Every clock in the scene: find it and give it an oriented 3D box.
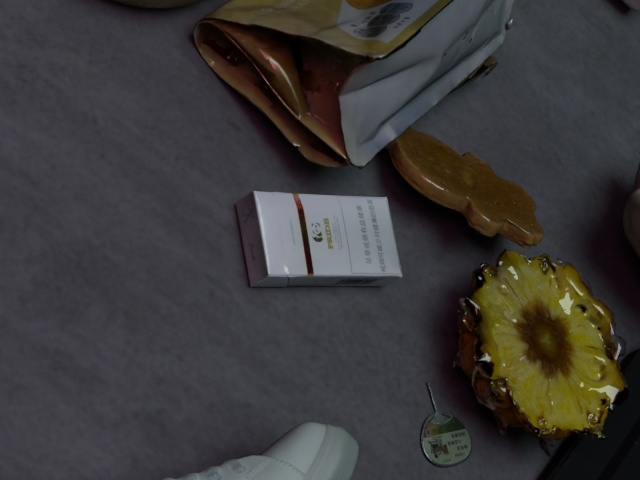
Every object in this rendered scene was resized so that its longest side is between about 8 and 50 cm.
[{"bbox_3d":[0.364,0.276,1.566,0.273,0.049,0.279,50,50,-7],"label":"clock"}]

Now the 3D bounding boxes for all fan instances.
[{"bbox_3d":[0.111,0.181,1.460,0.080,0.003,0.060,52,50,-6],"label":"fan"}]

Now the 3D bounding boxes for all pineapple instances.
[{"bbox_3d":[0.208,0.110,1.512,0.224,0.076,0.225,16,58,-28],"label":"pineapple"}]

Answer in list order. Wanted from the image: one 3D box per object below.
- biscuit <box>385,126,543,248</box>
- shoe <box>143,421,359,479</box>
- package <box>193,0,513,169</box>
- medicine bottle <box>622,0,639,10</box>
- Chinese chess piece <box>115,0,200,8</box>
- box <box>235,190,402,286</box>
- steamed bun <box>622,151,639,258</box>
[{"bbox_3d":[0.144,-0.051,1.543,0.184,0.027,0.133,20,33,-27],"label":"biscuit"},{"bbox_3d":[-0.125,0.236,1.197,0.160,0.132,0.363,47,55,-3],"label":"shoe"},{"bbox_3d":[0.061,-0.198,1.521,0.311,0.221,0.165,-41,136,-41],"label":"package"},{"bbox_3d":[0.330,-0.380,1.813,0.219,0.078,0.115,41,54,-14],"label":"medicine bottle"},{"bbox_3d":[-0.163,-0.348,1.438,0.273,0.102,0.273,14,64,-31],"label":"Chinese chess piece"},{"bbox_3d":[0.000,0.000,1.439,0.154,0.040,0.084,1,72,-34],"label":"box"},{"bbox_3d":[0.484,-0.013,1.641,0.320,0.275,0.206,-20,108,-5],"label":"steamed bun"}]
